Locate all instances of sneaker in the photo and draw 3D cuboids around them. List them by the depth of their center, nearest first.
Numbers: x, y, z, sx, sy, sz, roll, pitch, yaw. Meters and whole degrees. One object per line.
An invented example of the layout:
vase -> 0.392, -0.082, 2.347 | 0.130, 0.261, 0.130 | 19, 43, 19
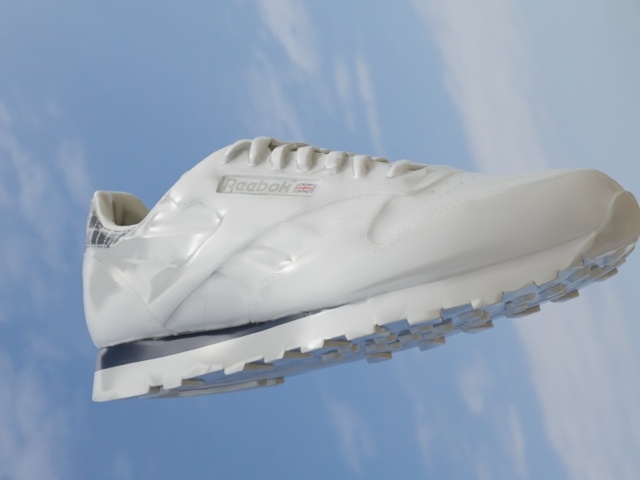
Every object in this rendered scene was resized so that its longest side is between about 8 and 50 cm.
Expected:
sneaker -> 0.000, 0.000, 0.449 | 0.090, 0.235, 0.094 | 14, -114, -58
